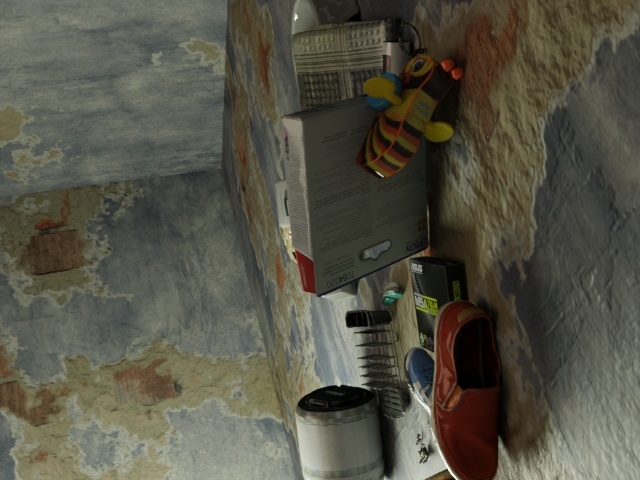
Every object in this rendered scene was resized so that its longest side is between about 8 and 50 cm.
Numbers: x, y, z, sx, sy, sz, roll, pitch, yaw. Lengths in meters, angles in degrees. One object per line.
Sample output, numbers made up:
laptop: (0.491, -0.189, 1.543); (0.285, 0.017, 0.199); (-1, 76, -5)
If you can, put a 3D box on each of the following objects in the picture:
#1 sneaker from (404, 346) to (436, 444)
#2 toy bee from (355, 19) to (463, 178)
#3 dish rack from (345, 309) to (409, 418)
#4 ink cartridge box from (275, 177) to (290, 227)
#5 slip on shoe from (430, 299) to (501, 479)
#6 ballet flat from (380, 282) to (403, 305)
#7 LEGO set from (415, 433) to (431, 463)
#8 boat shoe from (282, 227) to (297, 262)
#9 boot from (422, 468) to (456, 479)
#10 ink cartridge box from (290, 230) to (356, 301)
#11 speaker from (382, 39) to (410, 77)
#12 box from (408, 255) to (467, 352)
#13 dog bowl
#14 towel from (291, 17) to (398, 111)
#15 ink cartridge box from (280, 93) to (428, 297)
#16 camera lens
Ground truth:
sneaker: (0.235, 0.304, 1.731); (0.211, 0.080, 0.081); (64, 154, 12)
toy bee: (0.159, -0.258, 1.515); (0.162, 0.195, 0.298); (-3, 85, 52)
dish rack: (0.138, 0.298, 2.130); (0.208, 0.074, 0.271); (156, 105, -77)
ink cartridge box: (0.027, -0.099, 2.049); (0.289, 0.211, 0.121); (-179, 83, -75)
slip on shoe: (0.260, 0.270, 1.526); (0.101, 0.123, 0.331); (-179, 85, -73)
ballet flat: (0.161, 0.117, 1.997); (0.114, 0.041, 0.041); (122, 137, -69)
LEGO set: (0.232, 0.469, 1.968); (0.054, 0.023, 0.083); (98, 172, -45)
boat shoe: (-0.053, -0.023, 2.656); (0.341, 0.122, 0.110); (89, 164, -71)
boot: (0.276, 0.572, 1.766); (0.207, 0.090, 0.248); (62, 158, 24)
ink cartridge box: (0.000, 0.000, 2.280); (0.261, 0.066, 0.296); (24, -128, -69)
speaker: (0.148, -0.323, 1.720); (0.055, 0.055, 0.136); (-132, 40, -67)
box: (0.231, 0.128, 1.697); (0.191, 0.045, 0.184); (-165, 64, -75)
dog bowl: (0.013, -0.448, 2.121); (0.349, 0.102, 0.348); (171, 90, -77)
towel: (0.066, -0.312, 1.892); (0.324, 0.056, 0.312); (9, 112, 50)
ink cartridge box: (0.074, -0.100, 1.633); (0.071, 0.324, 0.330); (17, 118, 43)
camera lens: (0.053, 0.532, 2.310); (0.219, 0.219, 0.274); (-159, 61, -75)
